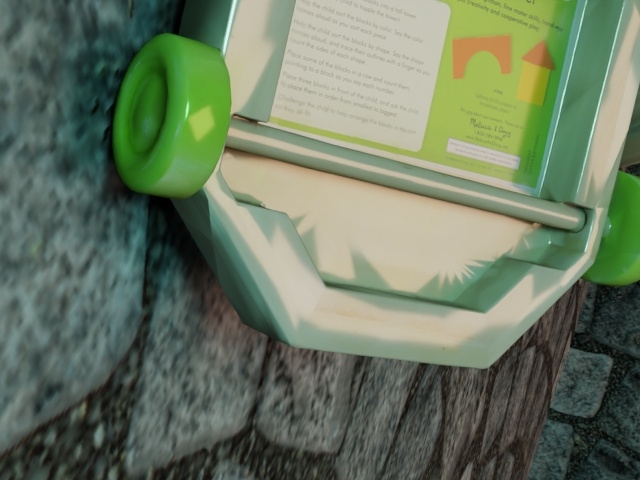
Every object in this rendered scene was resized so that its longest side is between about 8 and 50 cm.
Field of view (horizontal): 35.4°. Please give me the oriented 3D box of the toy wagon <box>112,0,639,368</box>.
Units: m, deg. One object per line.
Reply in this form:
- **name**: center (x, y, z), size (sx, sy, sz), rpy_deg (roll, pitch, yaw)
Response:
- **toy wagon**: center (0.063, -0.121, 0.420), size (0.267, 0.068, 0.345), rpy_deg (11, 92, -36)

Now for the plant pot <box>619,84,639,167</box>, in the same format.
- **plant pot**: center (0.232, -0.180, 0.816), size (0.110, 0.237, 0.237), rpy_deg (46, 57, -38)
